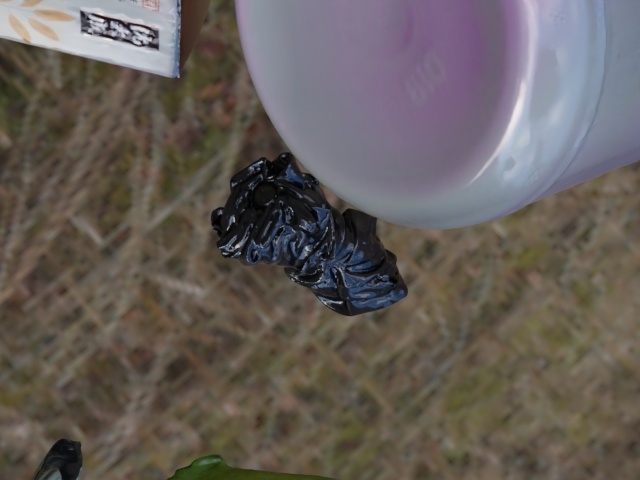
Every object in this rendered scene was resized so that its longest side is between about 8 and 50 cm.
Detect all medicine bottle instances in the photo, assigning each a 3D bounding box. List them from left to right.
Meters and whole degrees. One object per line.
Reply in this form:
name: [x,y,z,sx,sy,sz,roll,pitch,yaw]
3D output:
medicine bottle: [0.136,-0.163,1.116,0.324,0.256,0.256,-23,152,-43]

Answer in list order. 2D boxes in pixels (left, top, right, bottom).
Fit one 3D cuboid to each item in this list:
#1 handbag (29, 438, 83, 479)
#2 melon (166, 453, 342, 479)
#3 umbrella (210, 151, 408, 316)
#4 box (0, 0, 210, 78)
handbag: [-0.317,0.316,1.800,0.241,0.109,0.315,-55,167,-43]
melon: [-0.039,0.286,1.022,0.343,0.331,0.226,-35,166,-38]
umbrella: [-0.001,-0.001,1.702,0.272,0.122,0.110,28,81,-60]
box: [-0.284,-0.341,1.586,0.345,0.385,0.122,97,9,-49]
